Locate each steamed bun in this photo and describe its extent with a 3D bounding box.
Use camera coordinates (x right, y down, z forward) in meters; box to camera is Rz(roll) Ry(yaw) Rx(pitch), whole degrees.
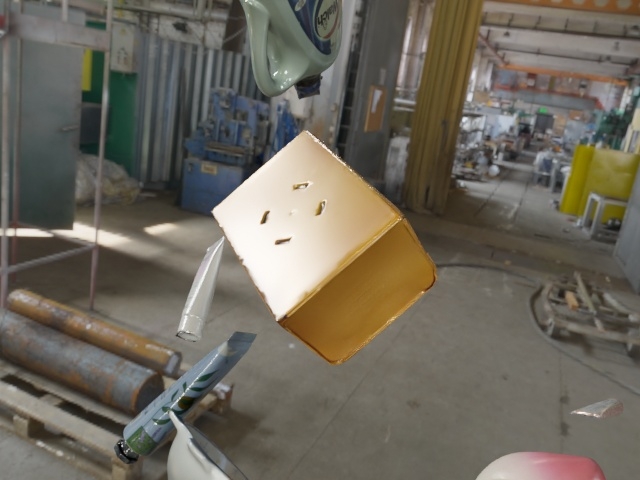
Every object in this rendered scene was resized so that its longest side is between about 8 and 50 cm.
[{"bbox_3d":[0.464,0.556,1.187,0.309,0.309,0.309,8,15,-2],"label":"steamed bun"}]

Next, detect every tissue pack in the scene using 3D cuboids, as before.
[{"bbox_3d":[0.000,0.000,0.800,0.145,0.194,0.274,46,4,-42],"label":"tissue pack"}]

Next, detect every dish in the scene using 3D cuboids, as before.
[{"bbox_3d":[-0.155,0.355,0.820,0.086,0.236,0.228,-44,27,-16],"label":"dish"}]

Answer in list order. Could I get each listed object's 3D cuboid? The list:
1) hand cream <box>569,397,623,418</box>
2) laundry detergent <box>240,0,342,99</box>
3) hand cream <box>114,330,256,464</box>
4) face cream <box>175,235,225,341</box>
[{"bbox_3d":[0.659,0.399,1.365,0.210,0.043,0.067,7,-6,-44],"label":"hand cream"},{"bbox_3d":[-0.044,-0.340,0.936,0.105,0.280,0.215,22,52,22],"label":"laundry detergent"},{"bbox_3d":[-0.207,0.236,0.890,0.058,0.271,0.091,47,4,22],"label":"hand cream"},{"bbox_3d":[-0.269,0.110,1.340,0.058,0.243,0.092,27,-31,-27],"label":"face cream"}]
